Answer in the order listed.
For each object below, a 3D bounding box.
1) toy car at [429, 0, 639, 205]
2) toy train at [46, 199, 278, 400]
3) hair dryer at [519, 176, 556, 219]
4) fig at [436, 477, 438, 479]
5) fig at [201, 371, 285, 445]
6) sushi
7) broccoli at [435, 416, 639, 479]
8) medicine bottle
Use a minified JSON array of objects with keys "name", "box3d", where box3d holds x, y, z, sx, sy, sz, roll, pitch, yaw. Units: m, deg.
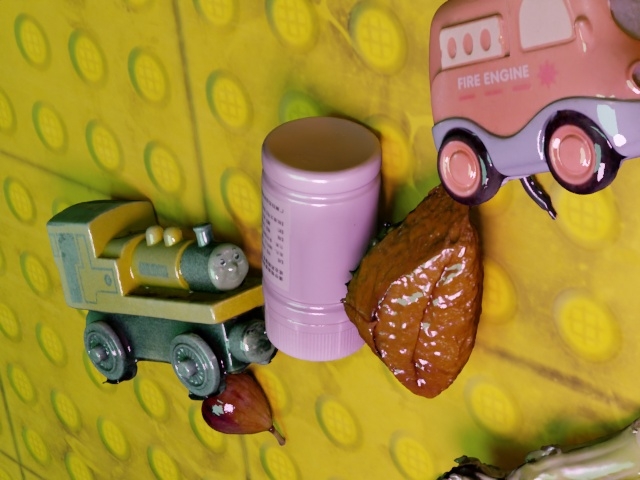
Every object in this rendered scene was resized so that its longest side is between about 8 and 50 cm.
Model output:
[{"name":"toy car","box3d":[0.210,-0.154,1.225,0.270,0.180,0.212,-4,101,52]},{"name":"toy train","box3d":[-0.196,0.067,1.878,0.369,0.150,0.237,3,109,47]},{"name":"hair dryer","box3d":[0.213,-0.059,1.406,0.083,0.031,0.079,51,136,-9]},{"name":"fig","box3d":[0.136,0.374,1.702,0.128,0.128,0.150,30,128,35]},{"name":"fig","box3d":[-0.094,0.228,1.922,0.125,0.089,0.089,29,139,0]},{"name":"sushi","box3d":[0.096,0.046,1.523,0.149,0.140,0.287,4,124,6]},{"name":"broccoli","box3d":[0.248,0.260,1.504,0.304,0.145,0.165,-38,72,43]},{"name":"medicine bottle","box3d":[0.000,0.000,1.602,0.133,0.133,0.250,29,133,36]}]
